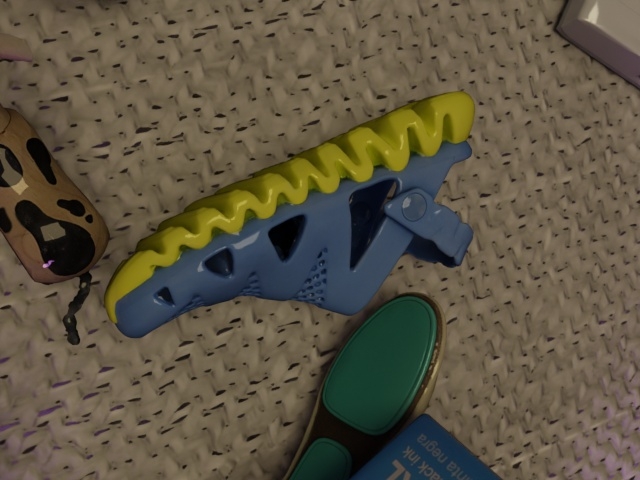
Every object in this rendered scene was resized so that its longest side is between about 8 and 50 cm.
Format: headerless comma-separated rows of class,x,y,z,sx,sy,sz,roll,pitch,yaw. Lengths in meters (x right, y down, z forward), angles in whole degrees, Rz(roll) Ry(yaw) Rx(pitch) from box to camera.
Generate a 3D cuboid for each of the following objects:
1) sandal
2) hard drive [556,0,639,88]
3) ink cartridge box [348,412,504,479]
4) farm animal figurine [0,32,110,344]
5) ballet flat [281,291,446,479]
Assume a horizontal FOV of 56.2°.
sandal,0.000,0.000,0.450,0.318,0.126,0.138,-25,102,-14
hard drive,0.398,-0.311,0.601,0.233,0.047,0.352,26,84,-15
ink cartridge box,0.016,0.359,0.390,0.395,0.166,0.285,-37,124,-13
farm animal figurine,-0.282,-0.100,0.316,0.331,0.172,0.326,2,84,-27
ballet flat,0.031,0.157,0.485,0.086,0.086,0.248,33,86,-15
